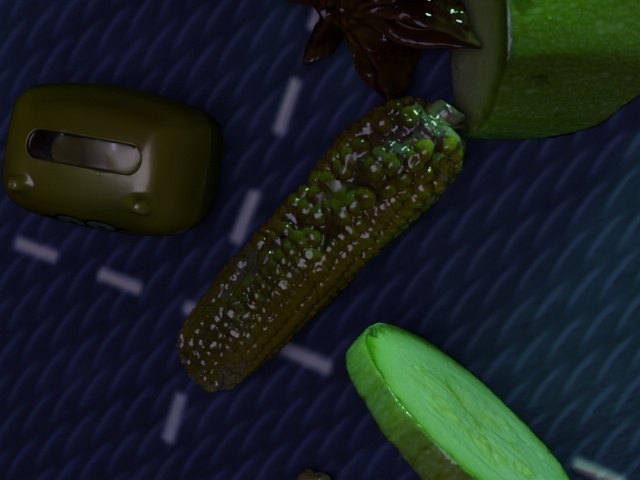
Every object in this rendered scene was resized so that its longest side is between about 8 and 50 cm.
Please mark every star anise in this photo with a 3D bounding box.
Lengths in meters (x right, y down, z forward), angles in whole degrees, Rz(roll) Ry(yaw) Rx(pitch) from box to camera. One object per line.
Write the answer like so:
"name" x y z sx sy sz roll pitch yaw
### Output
"star anise" 0.032 -0.205 1.248 0.212 0.196 0.111 40 74 -4

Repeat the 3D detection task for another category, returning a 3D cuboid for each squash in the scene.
"squash" 0.183 -0.176 1.240 0.184 0.085 0.192 -4 95 16
"squash" 0.109 0.146 1.217 0.219 0.219 0.041 46 104 7

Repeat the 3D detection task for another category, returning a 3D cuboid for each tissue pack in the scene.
"tissue pack" -0.179 -0.069 1.322 0.178 0.127 0.123 11 95 13

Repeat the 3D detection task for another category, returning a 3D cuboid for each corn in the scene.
"corn" 0.000 0.000 1.299 0.097 0.097 0.320 45 105 7

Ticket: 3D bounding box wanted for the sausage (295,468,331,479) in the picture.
"sausage" -0.012 0.238 1.349 0.034 0.034 0.083 16 97 13
